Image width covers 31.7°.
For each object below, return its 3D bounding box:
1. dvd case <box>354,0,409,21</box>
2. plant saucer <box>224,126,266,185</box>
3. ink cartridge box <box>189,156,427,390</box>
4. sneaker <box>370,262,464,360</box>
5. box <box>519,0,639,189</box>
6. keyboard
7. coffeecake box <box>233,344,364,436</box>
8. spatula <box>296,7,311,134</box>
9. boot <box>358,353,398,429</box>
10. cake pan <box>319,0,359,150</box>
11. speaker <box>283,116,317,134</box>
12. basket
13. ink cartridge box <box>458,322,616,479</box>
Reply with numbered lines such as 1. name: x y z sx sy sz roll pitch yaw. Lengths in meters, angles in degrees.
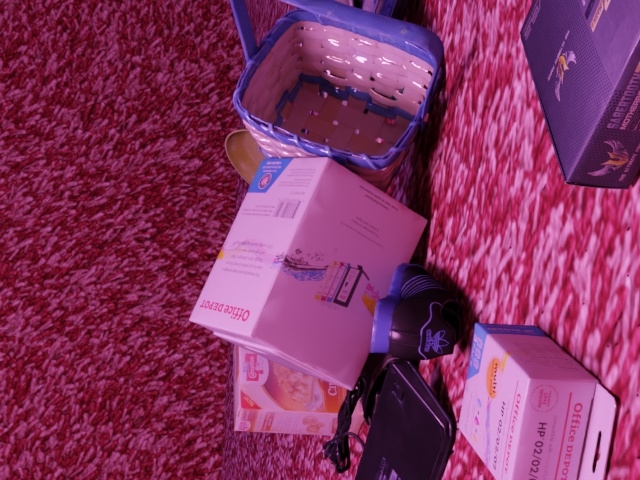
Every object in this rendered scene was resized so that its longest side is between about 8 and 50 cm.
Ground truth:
1. dvd case: 0.102 -0.393 1.576 0.253 0.022 0.180 -116 42 -69
2. plant saucer: -0.045 -0.113 1.842 0.037 0.241 0.241 -57 0 -22
3. ink cartridge box: -0.017 0.038 1.387 0.171 0.168 0.233 7 70 59
4. sneaker: 0.116 0.083 1.256 0.232 0.090 0.081 -48 -34 -72
5. box: 0.223 -0.181 0.824 0.233 0.059 0.183 106 163 -47
6. keyboard: 0.074 0.267 1.368 0.201 0.033 0.317 50 140 38
7. coffeecake box: -0.034 0.211 1.671 0.068 0.185 0.142 106 164 -48
8. spatula: -0.021 -0.301 1.805 0.084 0.030 0.297 116 150 -86
9. boot: 0.055 0.157 1.501 0.263 0.091 0.229 100 164 -46
10. cake pan: 0.025 -0.273 1.764 0.293 0.054 0.293 176 90 -89
11. speaker: -0.046 -0.138 2.050 0.296 0.131 0.131 143 131 -76
12. basket: 0.016 -0.195 1.365 0.289 0.254 0.201 86 -151 -68
13. ink cartridge box: 0.174 0.145 0.933 0.181 0.061 0.104 -127 43 -73
